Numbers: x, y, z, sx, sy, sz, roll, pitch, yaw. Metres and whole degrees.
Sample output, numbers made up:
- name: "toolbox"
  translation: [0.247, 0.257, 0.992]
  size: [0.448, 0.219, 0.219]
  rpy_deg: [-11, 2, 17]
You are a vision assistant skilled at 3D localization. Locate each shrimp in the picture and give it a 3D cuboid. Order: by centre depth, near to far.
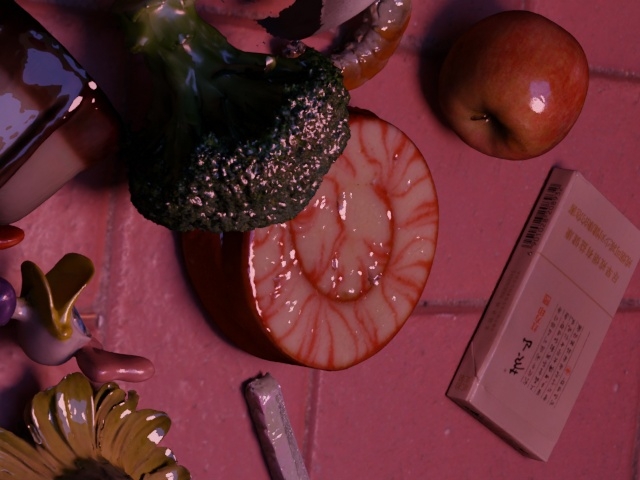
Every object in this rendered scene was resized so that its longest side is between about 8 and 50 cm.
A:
- name: "shrimp"
  translation: [0.030, -0.252, 2.109]
  size: [0.166, 0.049, 0.161]
  rpy_deg: [2, 124, -40]

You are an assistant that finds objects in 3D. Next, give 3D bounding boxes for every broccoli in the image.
- name: "broccoli"
  translation: [-0.111, -0.140, 1.871]
  size: [0.297, 0.297, 0.297]
  rpy_deg: [-46, 113, -27]

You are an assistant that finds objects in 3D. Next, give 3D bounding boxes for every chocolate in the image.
- name: "chocolate"
  translation: [-0.343, -0.133, 1.680]
  size: [0.186, 0.283, 0.283]
  rpy_deg: [-45, 125, -9]

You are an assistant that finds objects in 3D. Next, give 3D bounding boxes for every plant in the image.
- name: "plant"
  translation: [-0.229, 0.310, 1.905]
  size: [0.261, 0.297, 0.306]
  rpy_deg: [77, 27, -59]

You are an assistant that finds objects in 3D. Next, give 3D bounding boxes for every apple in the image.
- name: "apple"
  translation: [0.250, -0.202, 2.243]
  size: [0.188, 0.188, 0.174]
  rpy_deg: [53, 54, -34]

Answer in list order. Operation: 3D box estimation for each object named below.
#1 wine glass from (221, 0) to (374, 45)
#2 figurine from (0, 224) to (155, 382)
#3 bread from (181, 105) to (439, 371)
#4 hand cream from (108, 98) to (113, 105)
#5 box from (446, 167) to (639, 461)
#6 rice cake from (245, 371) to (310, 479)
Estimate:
- name: "wine glass"
  translation: [0.047, -0.373, 2.038]
  size: [0.357, 0.190, 0.190]
  rpy_deg: [-34, 118, -32]
- name: "figurine"
  translation: [-0.362, 0.066, 1.768]
  size: [0.420, 0.154, 0.193]
  rpy_deg: [6, 98, -40]
- name: "bread"
  translation: [0.003, 0.001, 2.105]
  size: [0.328, 0.114, 0.295]
  rpy_deg: [-48, 124, -27]
- name: "hand cream"
  translation: [-0.312, -0.141, 1.857]
  size: [0.194, 0.042, 0.067]
  rpy_deg: [1, 95, -36]
- name: "box"
  translation: [0.323, 0.105, 2.447]
  size: [0.204, 0.051, 0.365]
  rpy_deg: [39, 71, -39]
- name: "rice cake"
  translation: [-0.045, 0.261, 2.156]
  size: [0.043, 0.034, 0.211]
  rpy_deg: [-35, 118, -36]
